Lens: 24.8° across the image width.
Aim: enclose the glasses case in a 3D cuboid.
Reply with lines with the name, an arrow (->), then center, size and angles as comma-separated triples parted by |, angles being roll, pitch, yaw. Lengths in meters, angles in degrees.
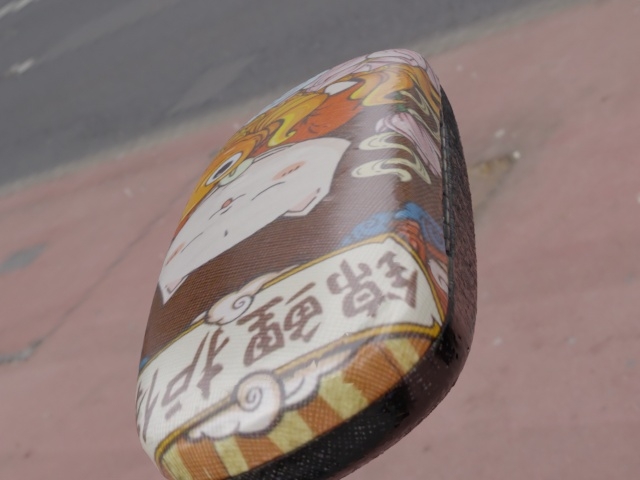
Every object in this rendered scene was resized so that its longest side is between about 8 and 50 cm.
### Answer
glasses case -> 0.000, 0.000, 0.611 | 0.122, 0.082, 0.321 | -26, 21, 15
